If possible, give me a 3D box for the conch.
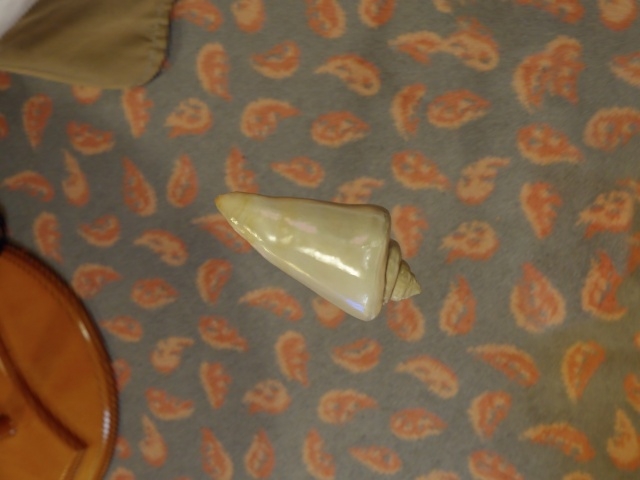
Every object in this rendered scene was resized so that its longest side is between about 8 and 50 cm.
[{"bbox_3d":[-0.002,0.011,0.855,0.176,0.104,0.094,7,107,2],"label":"conch"}]
